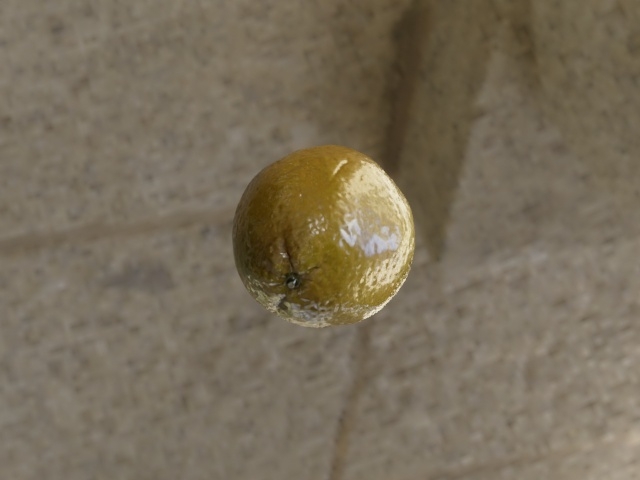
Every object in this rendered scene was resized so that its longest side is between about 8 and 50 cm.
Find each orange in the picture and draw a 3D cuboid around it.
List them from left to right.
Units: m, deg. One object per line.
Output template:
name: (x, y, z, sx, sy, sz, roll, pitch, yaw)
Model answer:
orange: (0.000, 0.000, 0.923, 0.085, 0.085, 0.095, -47, -179, 34)
